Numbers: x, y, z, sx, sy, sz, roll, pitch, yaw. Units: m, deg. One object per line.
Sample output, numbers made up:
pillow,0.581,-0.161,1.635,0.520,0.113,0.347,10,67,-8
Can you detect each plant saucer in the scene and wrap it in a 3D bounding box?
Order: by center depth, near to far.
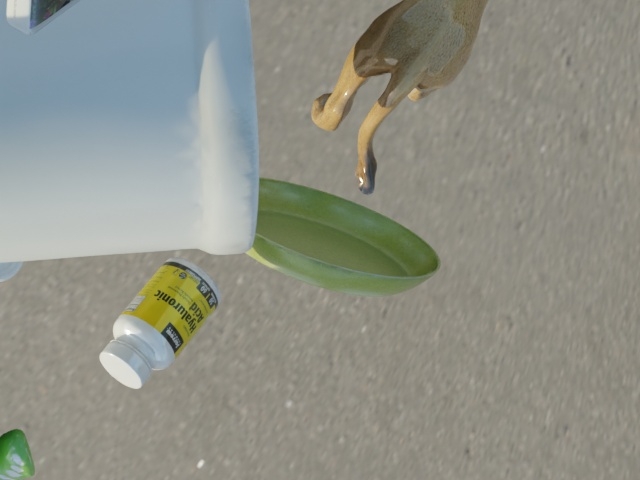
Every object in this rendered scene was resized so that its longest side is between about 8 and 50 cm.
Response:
plant saucer,0.000,0.000,1.644,0.241,0.241,0.037,21,106,7

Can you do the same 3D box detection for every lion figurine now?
lion figurine,0.110,-0.238,1.412,0.142,0.240,0.392,14,83,-12

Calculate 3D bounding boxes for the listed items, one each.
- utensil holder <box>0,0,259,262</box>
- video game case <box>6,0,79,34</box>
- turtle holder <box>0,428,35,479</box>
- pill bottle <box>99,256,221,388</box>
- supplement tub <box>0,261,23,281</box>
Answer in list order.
utensil holder,-0.255,-0.138,1.236,0.385,0.327,0.328,-5,109,-9
video game case,-0.102,-0.224,0.908,0.022,0.190,0.173,30,137,15
turtle holder,-0.310,0.086,0.997,0.227,0.243,0.320,-17,143,-15
pill bottle,-0.147,0.076,1.505,0.065,0.116,0.065,28,150,18
supplement tub,-0.388,0.010,1.973,0.071,0.107,0.071,-1,94,-13
